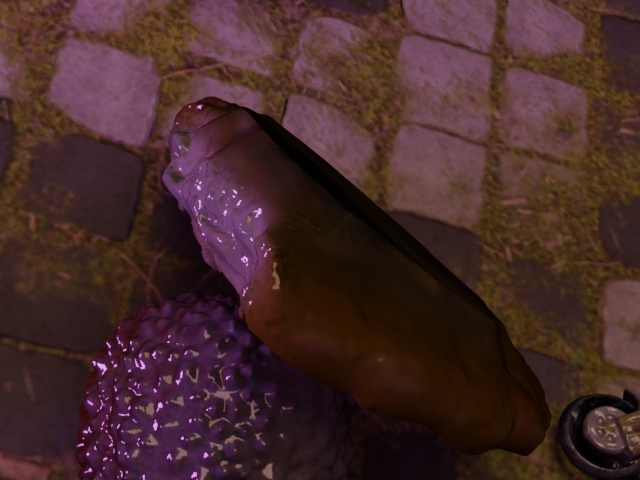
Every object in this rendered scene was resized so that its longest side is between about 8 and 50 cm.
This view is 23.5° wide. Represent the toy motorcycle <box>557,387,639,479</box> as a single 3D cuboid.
[{"bbox_3d":[0.273,0.163,1.017,0.228,0.074,0.151,41,60,19],"label":"toy motorcycle"}]

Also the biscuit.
[{"bbox_3d":[0.000,0.000,0.918,0.335,0.078,0.329,44,9,33],"label":"biscuit"}]

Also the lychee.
[{"bbox_3d":[-0.058,0.104,0.879,0.165,0.165,0.197,26,57,-3],"label":"lychee"}]
